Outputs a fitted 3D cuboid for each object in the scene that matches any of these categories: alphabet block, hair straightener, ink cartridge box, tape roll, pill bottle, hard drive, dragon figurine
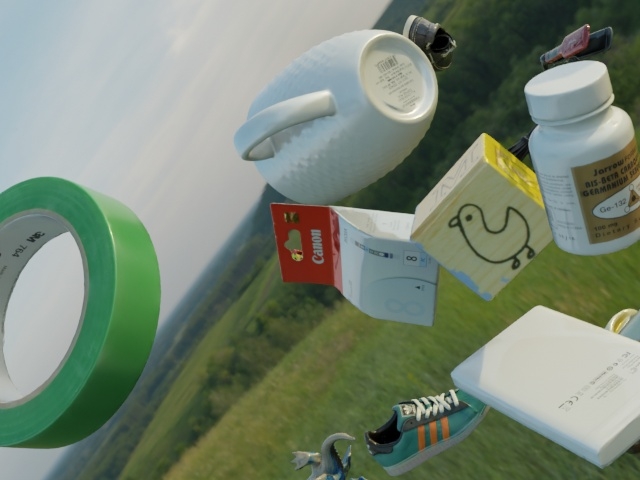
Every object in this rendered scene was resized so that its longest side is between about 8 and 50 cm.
[{"bbox_3d":[0.298,-0.045,1.482,0.197,0.192,0.193,-50,7,23],"label":"alphabet block"},{"bbox_3d":[0.454,-0.323,1.446,0.230,0.089,0.047,145,128,-82],"label":"hair straightener"},{"bbox_3d":[0.080,0.056,1.882,0.308,0.385,0.091,85,-166,-51],"label":"ink cartridge box"},{"bbox_3d":[-0.337,0.085,0.996,0.321,0.321,0.077,-52,-34,10],"label":"tape roll"},{"bbox_3d":[0.343,-0.107,1.074,0.131,0.229,0.131,-19,25,9],"label":"pill bottle"},{"bbox_3d":[0.416,0.230,1.396,0.233,0.047,0.353,-33,25,-19],"label":"hard drive"},{"bbox_3d":[0.024,0.373,1.273,0.085,0.144,0.289,55,132,46],"label":"dragon figurine"}]

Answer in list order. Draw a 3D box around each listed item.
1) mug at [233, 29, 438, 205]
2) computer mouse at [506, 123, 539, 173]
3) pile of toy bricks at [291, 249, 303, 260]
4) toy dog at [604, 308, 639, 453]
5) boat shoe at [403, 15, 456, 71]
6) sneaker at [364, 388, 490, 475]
[{"bbox_3d":[0.015,-0.224,1.504,0.374,0.276,0.328,-19,-3,-32],"label":"mug"},{"bbox_3d":[0.489,-0.135,1.640,0.184,0.262,0.060,-49,10,13],"label":"computer mouse"},{"bbox_3d":[0.000,0.000,2.080,0.212,0.118,0.105,-58,34,22],"label":"pile of toy bricks"},{"bbox_3d":[0.749,0.280,1.833,0.408,0.285,0.395,-55,-10,20],"label":"toy dog"},{"bbox_3d":[0.220,-0.363,1.566,0.206,0.065,0.075,19,-89,-63],"label":"boat shoe"},{"bbox_3d":[0.232,0.393,1.810,0.302,0.121,0.108,-38,20,11],"label":"sneaker"}]
